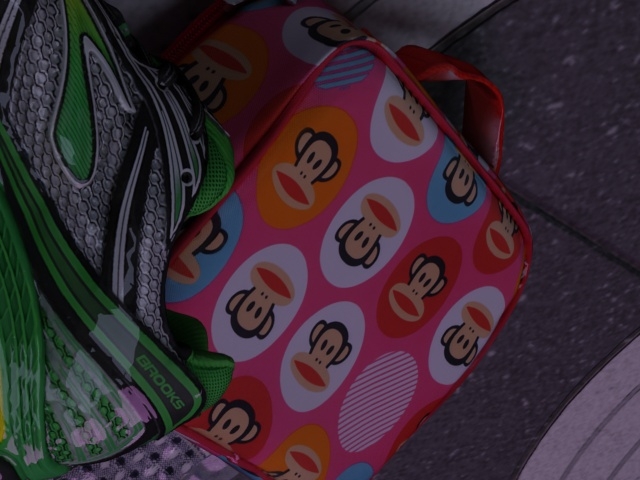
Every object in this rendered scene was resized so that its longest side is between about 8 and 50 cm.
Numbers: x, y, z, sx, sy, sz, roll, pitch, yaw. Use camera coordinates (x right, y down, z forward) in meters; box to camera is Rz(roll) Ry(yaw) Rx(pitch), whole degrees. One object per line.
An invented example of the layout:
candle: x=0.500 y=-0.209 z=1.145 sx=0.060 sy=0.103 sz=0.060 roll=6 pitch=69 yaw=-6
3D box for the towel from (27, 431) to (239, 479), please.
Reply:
towel: x=-0.171 y=0.125 z=0.952 sx=0.312 sy=0.056 sz=0.324 roll=-40 pitch=145 yaw=-6

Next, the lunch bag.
lunch bag: x=0.000 y=0.000 z=0.867 sx=0.258 sy=0.120 sz=0.293 roll=-50 pitch=143 yaw=-5

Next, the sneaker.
sneaker: x=-0.119 y=-0.070 z=0.656 sx=0.146 sy=0.134 sz=0.343 roll=-13 pitch=110 yaw=-16
